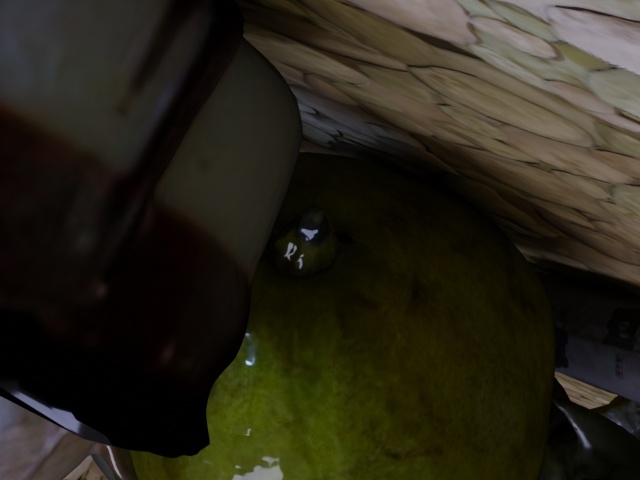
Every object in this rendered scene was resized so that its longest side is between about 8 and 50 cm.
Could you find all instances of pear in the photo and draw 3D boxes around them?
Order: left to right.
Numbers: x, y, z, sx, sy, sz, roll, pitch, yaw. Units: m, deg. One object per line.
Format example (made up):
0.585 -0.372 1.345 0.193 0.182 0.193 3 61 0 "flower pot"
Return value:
0.001 0.076 1.124 0.287 0.287 0.375 23 155 15 "pear"

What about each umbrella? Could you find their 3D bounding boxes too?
0.205 0.071 1.202 0.073 0.067 0.337 30 172 -32 "umbrella"

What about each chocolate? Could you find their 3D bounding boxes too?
-0.128 -0.054 0.851 0.283 0.186 0.283 30 -175 -3 "chocolate"

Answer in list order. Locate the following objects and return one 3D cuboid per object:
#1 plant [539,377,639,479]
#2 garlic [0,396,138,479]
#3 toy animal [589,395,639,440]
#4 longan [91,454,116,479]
0.269 0.226 1.280 0.333 0.251 0.180 8 164 -5 "plant"
-0.271 0.091 1.063 0.249 0.313 0.286 62 -173 15 "garlic"
0.264 0.133 1.419 0.155 0.095 0.219 26 177 29 "toy animal"
-0.047 0.099 1.467 0.297 0.297 0.297 24 175 2 "longan"
